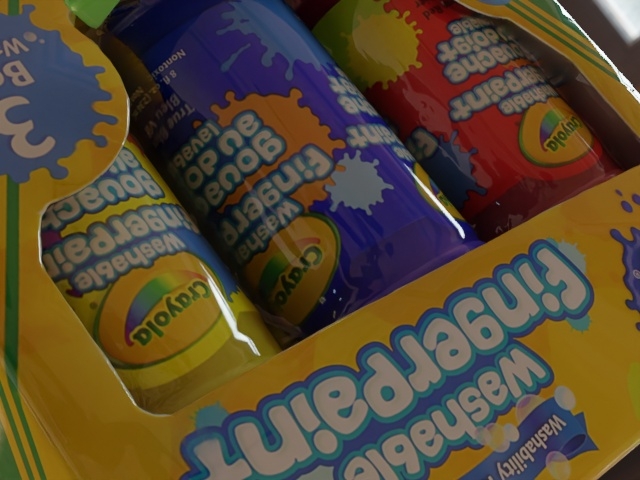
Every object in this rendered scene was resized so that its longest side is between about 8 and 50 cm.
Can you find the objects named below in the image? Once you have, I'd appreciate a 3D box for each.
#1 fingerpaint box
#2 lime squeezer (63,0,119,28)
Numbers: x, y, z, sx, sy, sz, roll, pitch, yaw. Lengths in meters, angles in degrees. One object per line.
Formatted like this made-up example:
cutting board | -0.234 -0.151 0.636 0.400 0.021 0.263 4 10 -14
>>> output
fingerpaint box | 0.000 0.000 0.597 0.445 0.163 0.371 -24 70 -38
lime squeezer | 0.048 -0.152 0.266 0.059 0.310 0.110 64 9 31
